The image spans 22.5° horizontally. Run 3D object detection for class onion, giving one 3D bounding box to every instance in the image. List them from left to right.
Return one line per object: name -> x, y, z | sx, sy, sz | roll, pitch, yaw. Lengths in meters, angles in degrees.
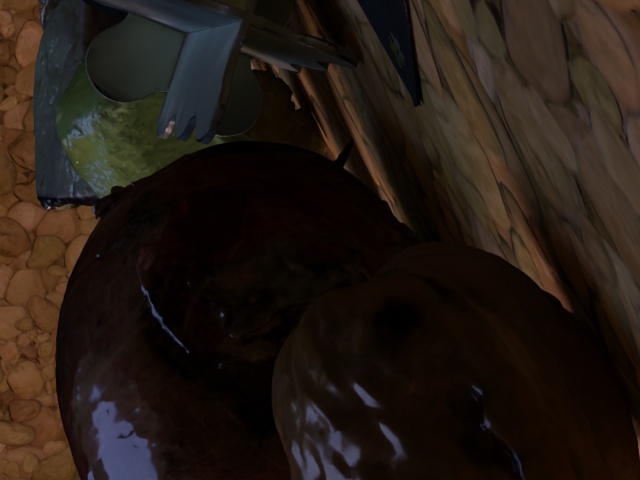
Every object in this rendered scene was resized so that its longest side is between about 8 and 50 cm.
onion -> -0.023, 0.097, 1.082 | 0.353, 0.354, 0.353 | 64, 176, 8

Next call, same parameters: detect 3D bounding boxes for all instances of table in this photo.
table -> -0.070, -0.146, 1.088 | 0.166, 0.166, 0.198 | 65, 168, -10

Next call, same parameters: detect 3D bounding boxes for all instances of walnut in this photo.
walnut -> 0.066, 0.094, 0.740 | 0.184, 0.155, 0.155 | 54, 173, 21

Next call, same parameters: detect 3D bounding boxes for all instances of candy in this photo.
candy -> -0.067, -0.023, 1.300 | 0.343, 0.132, 0.142 | 45, -149, -24

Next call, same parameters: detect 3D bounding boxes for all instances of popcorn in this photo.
popcorn -> -0.068, -0.085, 1.485 | 0.141, 0.135, 0.162 | 46, 178, -37

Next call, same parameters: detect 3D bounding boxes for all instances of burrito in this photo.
burrito -> -0.202, -0.140, 1.382 | 0.144, 0.089, 0.228 | 2, 95, 54

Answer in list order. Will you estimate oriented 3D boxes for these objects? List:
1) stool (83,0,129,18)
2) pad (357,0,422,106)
stool -> -0.132, -0.271, 1.267 | 0.139, 0.153, 0.228 | 37, -114, -63
pad -> 0.007, -0.189, 0.820 | 0.170, 0.006, 0.245 | 62, 175, 25
